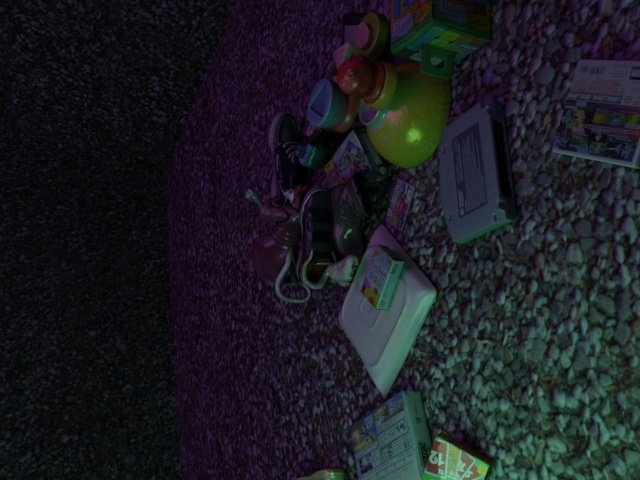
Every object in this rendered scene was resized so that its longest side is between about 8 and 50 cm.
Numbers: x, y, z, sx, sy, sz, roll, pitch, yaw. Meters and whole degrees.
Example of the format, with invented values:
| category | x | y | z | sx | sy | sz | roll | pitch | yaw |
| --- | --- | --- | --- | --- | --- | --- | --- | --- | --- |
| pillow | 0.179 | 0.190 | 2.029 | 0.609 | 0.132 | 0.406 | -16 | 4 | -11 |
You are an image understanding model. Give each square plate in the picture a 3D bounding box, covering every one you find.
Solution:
| category | x | y | z | sx | sy | sz | roll | pitch | yaw |
| --- | --- | --- | --- | --- | --- | --- | --- | --- | --- |
| square plate | 0.155 | 0.181 | 1.812 | 0.347 | 0.049 | 0.344 | -68 | 30 | 24 |

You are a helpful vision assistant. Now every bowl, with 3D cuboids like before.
| category | x | y | z | sx | sy | sz | roll | pitch | yaw |
| --- | --- | --- | --- | --- | --- | --- | --- | --- | --- |
| bowl | 0.195 | -0.346 | 1.770 | 0.289 | 0.156 | 0.290 | -30 | 56 | 58 |

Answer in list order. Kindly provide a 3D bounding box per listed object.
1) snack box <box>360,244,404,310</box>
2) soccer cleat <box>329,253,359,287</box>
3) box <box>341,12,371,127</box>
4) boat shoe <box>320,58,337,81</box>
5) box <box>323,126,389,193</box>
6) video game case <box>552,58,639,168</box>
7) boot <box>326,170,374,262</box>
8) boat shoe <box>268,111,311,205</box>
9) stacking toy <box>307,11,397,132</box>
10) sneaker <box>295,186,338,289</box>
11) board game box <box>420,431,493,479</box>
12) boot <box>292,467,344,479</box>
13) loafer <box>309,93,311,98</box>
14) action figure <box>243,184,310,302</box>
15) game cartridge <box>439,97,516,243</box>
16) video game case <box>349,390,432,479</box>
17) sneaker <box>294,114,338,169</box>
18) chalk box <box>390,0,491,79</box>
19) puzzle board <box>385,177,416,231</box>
| category | x | y | z | sx | sy | sz | roll | pitch | yaw |
| --- | --- | --- | --- | --- | --- | --- | --- | --- | --- |
| snack box | 0.158 | 0.095 | 1.735 | 0.100 | 0.037 | 0.141 | 46 | 123 | 56 |
| soccer cleat | 0.062 | 0.085 | 1.917 | 0.196 | 0.076 | 0.068 | 101 | -167 | -69 |
| box | 0.109 | -0.497 | 1.978 | 0.169 | 0.087 | 0.290 | 61 | -149 | -77 |
| boat shoe | 0.023 | -0.559 | 2.294 | 0.038 | 0.046 | 0.125 | 48 | 122 | 57 |
| box | 0.098 | -0.200 | 1.951 | 0.159 | 0.044 | 0.233 | 64 | 151 | 13 |
| video game case | 0.526 | -0.236 | 1.228 | 0.201 | 0.023 | 0.184 | 31 | 110 | 61 |
| boot | 0.096 | -0.060 | 1.899 | 0.161 | 0.083 | 0.247 | -22 | 82 | 60 |
| boat shoe | -0.096 | -0.300 | 2.393 | 0.158 | 0.127 | 0.341 | -7 | 84 | 56 |
| stacking toy | 0.057 | -0.445 | 1.748 | 0.309 | 0.130 | 0.280 | -27 | 59 | 56 |
| sneaker | 0.000 | 0.000 | 2.093 | 0.127 | 0.126 | 0.321 | -133 | 45 | -63 |
| board game box | 0.267 | 0.554 | 1.435 | 0.124 | 0.039 | 0.260 | 24 | 109 | 29 |
| boot | -0.003 | 0.770 | 1.908 | 0.262 | 0.095 | 0.204 | -41 | 48 | 47 |
| loafer | 0.048 | -0.455 | 2.169 | 0.267 | 0.084 | 0.096 | 12 | 91 | 64 |
| action figure | -0.122 | -0.018 | 2.200 | 0.370 | 0.248 | 0.276 | -67 | 31 | 32 |
| game cartridge | 0.347 | -0.150 | 1.525 | 0.196 | 0.060 | 0.294 | -29 | 57 | 54 |
| video game case | 0.178 | 0.532 | 1.648 | 0.269 | 0.061 | 0.244 | -49 | 42 | 47 |
| sneaker | -0.002 | -0.320 | 2.173 | 0.295 | 0.123 | 0.179 | -153 | 78 | -73 |
| chalk box | 0.287 | -0.537 | 1.619 | 0.179 | 0.180 | 0.289 | -21 | 65 | 60 |
| puzzle board | 0.213 | -0.098 | 1.820 | 0.096 | 0.011 | 0.128 | 40 | 117 | 60 |
